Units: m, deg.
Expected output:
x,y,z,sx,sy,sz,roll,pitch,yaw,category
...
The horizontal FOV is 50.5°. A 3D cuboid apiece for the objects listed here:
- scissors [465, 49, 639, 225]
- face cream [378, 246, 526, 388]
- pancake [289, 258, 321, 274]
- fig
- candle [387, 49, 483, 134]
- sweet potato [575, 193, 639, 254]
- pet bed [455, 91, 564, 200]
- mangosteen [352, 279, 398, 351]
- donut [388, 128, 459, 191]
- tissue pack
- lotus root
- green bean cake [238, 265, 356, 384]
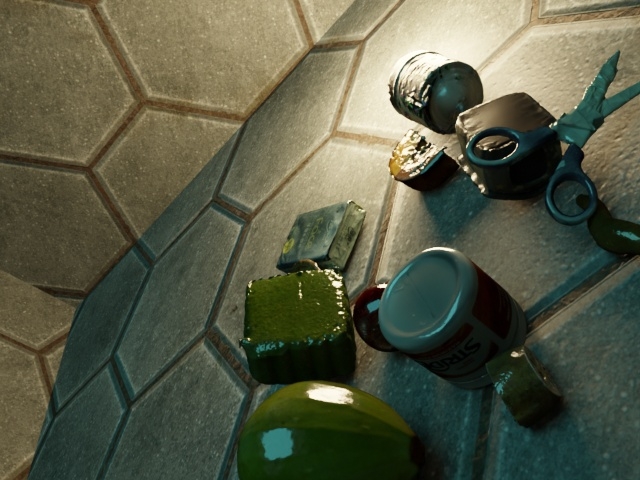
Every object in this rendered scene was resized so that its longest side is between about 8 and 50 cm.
x,y,z,sx,sy,sz,roll,pitch,yaw,category
0.477,-0.211,1.238,0.383,0.029,0.256,-42,64,-13,scissors
0.233,0.137,1.209,0.201,0.187,0.201,-32,38,29,face cream
-0.045,0.143,1.772,0.199,0.021,0.199,-16,72,57,pancake
0.026,0.385,1.191,0.316,0.316,0.316,-38,32,30,fig
0.300,-0.355,1.672,0.187,0.187,0.330,-52,29,7,candle
0.486,-0.022,1.145,0.069,0.059,0.249,-32,27,2,sweet potato
0.385,-0.179,1.386,0.183,0.159,0.211,-22,34,2,pet bed
0.138,0.142,1.417,0.156,0.146,0.181,-42,30,29,mangosteen
0.249,-0.188,1.671,0.141,0.085,0.217,-49,27,13,donut
0.000,0.000,1.863,0.257,0.081,0.185,-13,50,54,tissue pack
0.317,0.227,1.075,0.081,0.112,0.122,-39,30,17,lotus root
-0.048,0.199,1.549,0.247,0.156,0.249,-9,40,2,green bean cake
